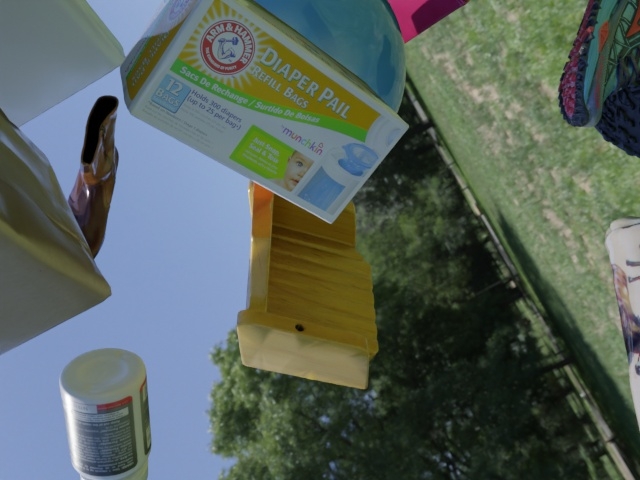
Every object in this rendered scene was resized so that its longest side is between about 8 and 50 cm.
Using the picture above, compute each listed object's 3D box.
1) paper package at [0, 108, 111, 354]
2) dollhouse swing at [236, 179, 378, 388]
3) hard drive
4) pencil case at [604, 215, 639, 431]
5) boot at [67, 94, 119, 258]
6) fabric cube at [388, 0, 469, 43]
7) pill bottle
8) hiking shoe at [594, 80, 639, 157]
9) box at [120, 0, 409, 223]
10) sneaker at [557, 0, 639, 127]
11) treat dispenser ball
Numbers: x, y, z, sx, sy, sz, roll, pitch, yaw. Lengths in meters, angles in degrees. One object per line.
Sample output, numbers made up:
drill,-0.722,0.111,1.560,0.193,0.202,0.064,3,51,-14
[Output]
paper package,-0.355,0.009,0.419,0.168,0.325,0.309,59,172,20
dollhouse swing,0.000,0.000,1.081,0.315,0.305,0.347,15,-138,-15
hard drive,-0.346,-0.225,0.560,0.040,0.203,0.307,63,-175,37
pencil case,0.351,0.166,0.494,0.160,0.183,0.410,88,180,-69
boot,-0.426,-0.099,1.209,0.096,0.264,0.280,22,159,-15
fabric cube,0.124,-0.495,1.047,0.259,0.254,0.258,41,157,-18
pill bottle,-0.426,0.375,1.294,0.161,0.161,0.283,-98,11,-64
hiking shoe,0.507,-0.176,0.910,0.304,0.132,0.113,37,151,12
box,-0.046,-0.120,0.533,0.203,0.114,0.103,26,-159,-33
sneaker,0.383,-0.245,0.791,0.125,0.262,0.104,21,162,12
treat dispenser ball,-0.035,-0.217,0.816,0.288,0.288,0.288,56,-169,-17
